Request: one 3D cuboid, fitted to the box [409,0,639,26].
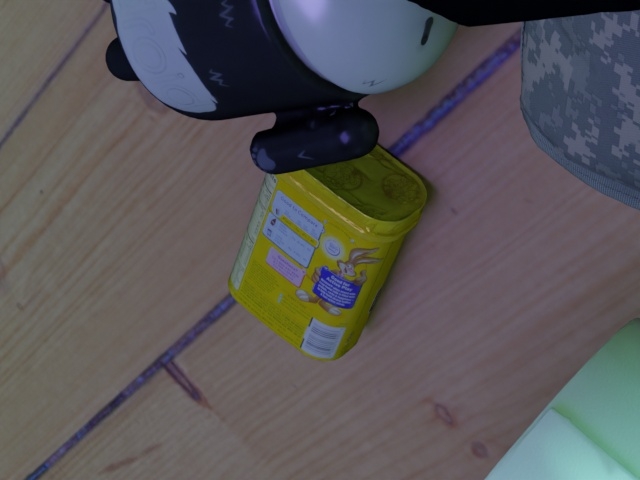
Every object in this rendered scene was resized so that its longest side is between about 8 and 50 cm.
[{"bbox_3d":[0.133,-0.330,0.574,0.297,0.480,0.471,-4,93,12],"label":"box"}]

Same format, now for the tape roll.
[{"bbox_3d":[0.165,0.190,1.163,0.100,0.286,0.286,41,134,14],"label":"tape roll"}]

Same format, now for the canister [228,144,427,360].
[{"bbox_3d":[0.000,0.000,1.335,0.126,0.073,0.170,38,135,16],"label":"canister"}]

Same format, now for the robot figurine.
[{"bbox_3d":[-0.030,-0.174,1.187,0.278,0.173,0.209,-5,135,41],"label":"robot figurine"}]

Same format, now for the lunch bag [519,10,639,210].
[{"bbox_3d":[0.242,-0.125,0.962,0.287,0.169,0.235,27,145,25],"label":"lunch bag"}]
